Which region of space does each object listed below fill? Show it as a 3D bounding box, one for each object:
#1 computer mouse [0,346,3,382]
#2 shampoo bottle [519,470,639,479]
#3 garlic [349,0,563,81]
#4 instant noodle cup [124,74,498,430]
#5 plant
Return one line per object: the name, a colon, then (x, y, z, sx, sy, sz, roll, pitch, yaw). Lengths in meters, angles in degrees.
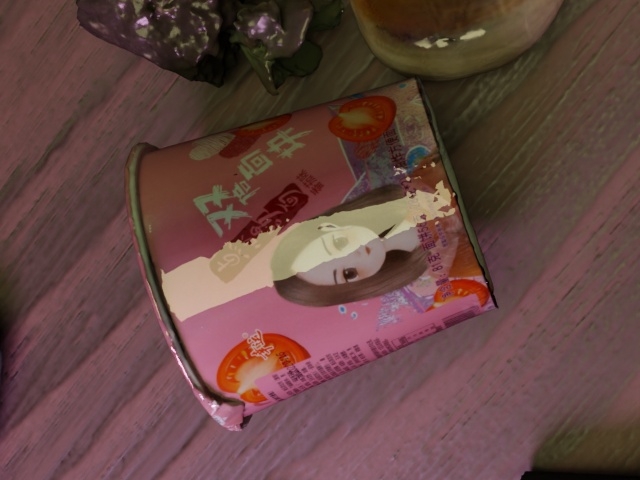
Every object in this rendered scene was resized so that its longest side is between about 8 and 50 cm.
computer mouse: (-0.403, 0.210, 1.090, 0.188, 0.122, 0.371, 16, 93, 8)
shampoo bottle: (0.312, 0.241, 0.931, 0.309, 0.071, 0.098, -2, 95, 22)
garlic: (0.122, -0.197, 0.942, 0.198, 0.090, 0.129, -13, 80, 19)
instant noodle cup: (0.000, 0.000, 0.918, 0.231, 0.243, 0.243, -20, 91, 8)
plant: (-0.089, -0.193, 0.961, 0.203, 0.142, 0.131, 25, 93, -3)
